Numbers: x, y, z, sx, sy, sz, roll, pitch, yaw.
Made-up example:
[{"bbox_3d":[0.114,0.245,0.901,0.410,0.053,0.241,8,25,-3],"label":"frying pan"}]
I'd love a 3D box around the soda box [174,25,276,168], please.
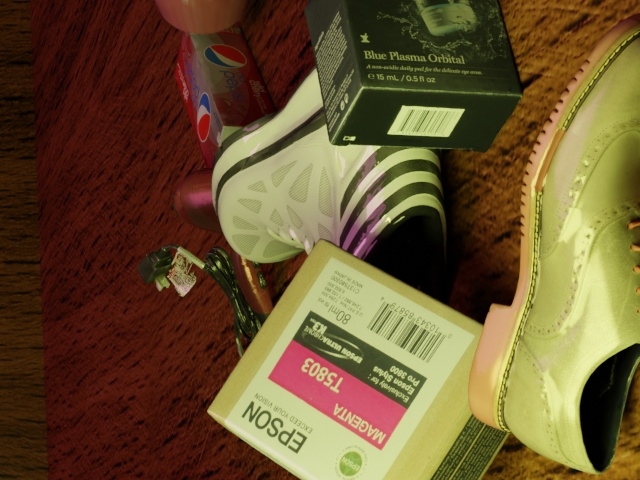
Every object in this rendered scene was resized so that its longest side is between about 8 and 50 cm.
[{"bbox_3d":[-0.126,-0.187,2.209,0.263,0.083,0.092,-112,29,-49],"label":"soda box"}]

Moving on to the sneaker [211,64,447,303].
[{"bbox_3d":[-0.001,0.000,1.709,0.447,0.169,0.258,135,134,-61],"label":"sneaker"}]

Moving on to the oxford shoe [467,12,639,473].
[{"bbox_3d":[0.219,0.009,1.212,0.130,0.123,0.348,33,123,37],"label":"oxford shoe"}]

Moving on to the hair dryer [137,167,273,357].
[{"bbox_3d":[-0.096,0.004,2.096,0.080,0.223,0.293,-46,-10,-48],"label":"hair dryer"}]

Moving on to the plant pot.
[{"bbox_3d":[-0.159,-0.376,2.174,0.180,0.201,0.201,93,168,-60],"label":"plant pot"}]

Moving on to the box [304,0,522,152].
[{"bbox_3d":[0.081,-0.171,1.493,0.093,0.156,0.158,119,146,-53],"label":"box"}]

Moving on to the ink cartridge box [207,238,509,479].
[{"bbox_3d":[0.045,0.133,1.438,0.234,0.088,0.193,27,81,38],"label":"ink cartridge box"}]
